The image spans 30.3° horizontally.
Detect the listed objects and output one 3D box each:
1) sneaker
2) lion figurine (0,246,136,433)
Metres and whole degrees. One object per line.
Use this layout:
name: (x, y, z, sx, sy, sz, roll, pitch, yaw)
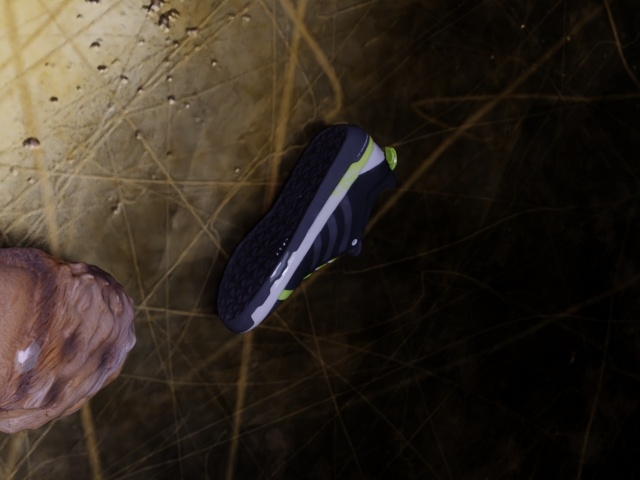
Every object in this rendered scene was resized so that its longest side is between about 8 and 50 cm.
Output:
sneaker: (0.000, 0.000, 1.109, 0.097, 0.084, 0.235, 40, 79, -32)
lion figurine: (-0.302, 0.026, 0.858, 0.240, 0.142, 0.392, -54, 131, -25)
